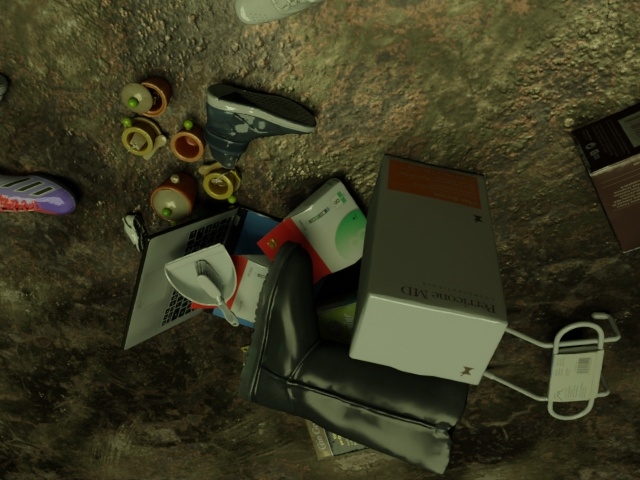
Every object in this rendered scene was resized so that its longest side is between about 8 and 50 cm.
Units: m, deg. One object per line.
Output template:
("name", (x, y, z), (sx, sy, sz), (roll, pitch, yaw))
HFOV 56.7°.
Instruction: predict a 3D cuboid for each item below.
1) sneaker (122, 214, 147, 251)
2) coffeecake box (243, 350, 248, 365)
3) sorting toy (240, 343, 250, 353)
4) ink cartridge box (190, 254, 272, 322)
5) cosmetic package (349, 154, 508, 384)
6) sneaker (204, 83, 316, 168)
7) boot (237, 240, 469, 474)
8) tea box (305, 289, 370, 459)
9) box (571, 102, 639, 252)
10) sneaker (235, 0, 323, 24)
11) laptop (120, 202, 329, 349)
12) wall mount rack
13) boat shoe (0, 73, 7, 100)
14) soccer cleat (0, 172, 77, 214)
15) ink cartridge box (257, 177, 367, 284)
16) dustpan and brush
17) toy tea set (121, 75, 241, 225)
("sneaker", (-0.460, -0.020, 1.473), (0.043, 0.040, 0.109), (12, 126, 22))
("coffeecake box", (-0.093, 0.334, 1.589), (0.185, 0.068, 0.142), (-24, 109, 0))
("sorting toy", (-0.092, 0.349, 1.677), (0.274, 0.046, 0.132), (3, 127, 8))
("ink cartridge box", (-0.165, 0.114, 1.376), (0.232, 0.066, 0.189), (-2, 135, -29))
("cosmetic package", (0.198, 0.030, 1.128), (0.230, 0.453, 0.161), (12, 128, 0))
("sneaker", (-0.131, -0.219, 1.230), (0.226, 0.086, 0.163), (15, 130, -3))
("boot", (0.085, 0.231, 1.205), (0.445, 0.146, 0.367), (17, 103, 15))
("tea box", (0.111, 0.289, 1.396), (0.323, 0.220, 0.329), (-17, 92, 15))
("box", (0.605, -0.123, 1.121), (0.167, 0.168, 0.203), (-24, 119, 24))
("sneaker", (-0.026, -0.450, 1.010), (0.297, 0.129, 0.111), (-19, 123, 24))
("laptop", (-0.216, 0.135, 1.427), (0.236, 0.408, 0.382), (42, 130, 21))
("wall mount rack", (0.565, 0.296, 1.476), (0.304, 0.130, 0.350), (-5, 126, 7))
("boat shoe", (-0.779, -0.355, 1.240), (0.226, 0.083, 0.076), (31, 125, -15))
("soccer cleat", (-0.742, -0.106, 1.401), (0.318, 0.116, 0.109), (15, 128, -1))
("ink cartridge box", (0.000, 0.000, 1.318), (0.224, 0.056, 0.181), (-42, 118, -11))
("dustpan and brush", (-0.232, 0.114, 1.310), (0.147, 0.060, 0.211), (-20, 135, 9))
("toy tea set", (-0.329, -0.177, 1.270), (0.200, 0.124, 0.336), (-20, 121, 23))
